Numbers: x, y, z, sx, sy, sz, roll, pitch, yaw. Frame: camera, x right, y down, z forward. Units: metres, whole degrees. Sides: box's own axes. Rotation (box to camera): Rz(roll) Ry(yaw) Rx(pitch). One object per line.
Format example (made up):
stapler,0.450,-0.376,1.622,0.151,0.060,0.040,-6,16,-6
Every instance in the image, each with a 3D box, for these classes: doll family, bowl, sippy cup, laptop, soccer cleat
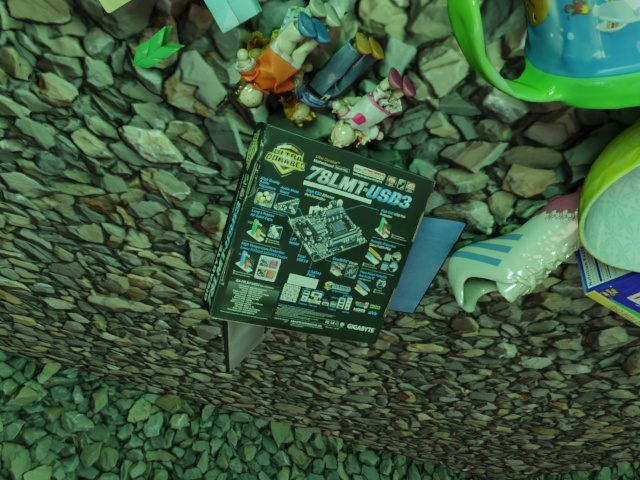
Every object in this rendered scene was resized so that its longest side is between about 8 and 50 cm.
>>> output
doll family,-0.010,-0.216,0.700,0.263,0.118,0.163,15,143,-43
bowl,0.492,-0.094,0.719,0.290,0.156,0.289,4,145,3
sippy cup,0.273,-0.274,0.460,0.240,0.305,0.224,13,146,47
laptop,0.031,0.122,1.061,0.236,0.408,0.382,37,149,17
soccer cleat,0.372,0.030,0.927,0.116,0.143,0.331,31,136,-31

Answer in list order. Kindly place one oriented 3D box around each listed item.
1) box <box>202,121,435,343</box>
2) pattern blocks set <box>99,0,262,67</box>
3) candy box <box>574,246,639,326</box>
box,0.000,0.000,0.833,0.296,0.293,0.073,14,-171,-25
pattern blocks set,-0.205,-0.339,0.514,0.286,0.026,0.324,-9,120,20
candy box,0.659,0.038,0.909,0.268,0.122,0.317,25,143,-24
